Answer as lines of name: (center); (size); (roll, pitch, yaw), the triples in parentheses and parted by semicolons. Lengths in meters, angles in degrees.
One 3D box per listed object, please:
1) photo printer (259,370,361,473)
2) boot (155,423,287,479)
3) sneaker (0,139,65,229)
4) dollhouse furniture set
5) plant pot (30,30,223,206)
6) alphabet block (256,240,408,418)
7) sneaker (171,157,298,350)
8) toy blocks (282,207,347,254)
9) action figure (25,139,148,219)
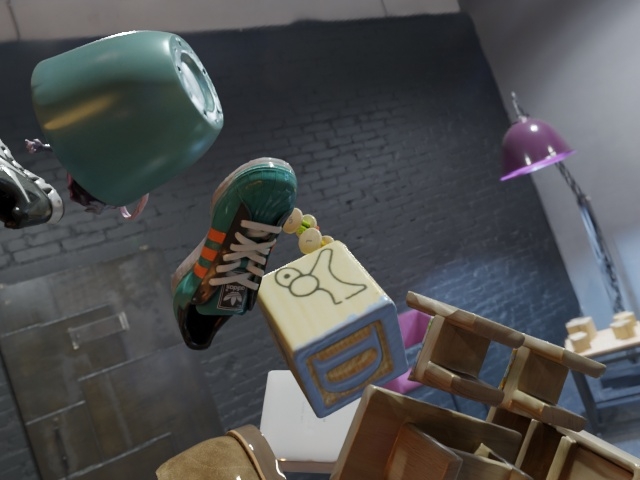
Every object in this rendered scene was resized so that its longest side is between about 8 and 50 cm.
photo printer: (0.006, 0.455, 1.473); (0.308, 0.256, 0.107); (-1, -36, 12)
boot: (-0.052, 0.297, 0.494); (0.115, 0.112, 0.305); (-5, 33, -35)
sneaker: (-0.492, -0.098, 0.843); (0.078, 0.234, 0.106); (-48, 4, 21)
dollhouse furniture set: (0.114, 0.170, 0.451); (0.242, 0.212, 0.161); (23, -3, -23)
plant pot: (-0.322, -0.239, 1.058); (0.235, 0.293, 0.293); (-22, -4, 12)
alphabet block: (0.016, 0.152, 1.024); (0.192, 0.193, 0.197); (-24, 40, -12)
sneaker: (-0.110, 0.031, 0.771); (0.108, 0.121, 0.302); (11, -48, -31)
toy blocks: (0.000, 0.000, 1.192); (0.054, 0.123, 0.148); (-49, -37, 11)
action figure: (-0.575, -0.270, 1.496); (0.276, 0.370, 0.248); (17, -49, -42)
